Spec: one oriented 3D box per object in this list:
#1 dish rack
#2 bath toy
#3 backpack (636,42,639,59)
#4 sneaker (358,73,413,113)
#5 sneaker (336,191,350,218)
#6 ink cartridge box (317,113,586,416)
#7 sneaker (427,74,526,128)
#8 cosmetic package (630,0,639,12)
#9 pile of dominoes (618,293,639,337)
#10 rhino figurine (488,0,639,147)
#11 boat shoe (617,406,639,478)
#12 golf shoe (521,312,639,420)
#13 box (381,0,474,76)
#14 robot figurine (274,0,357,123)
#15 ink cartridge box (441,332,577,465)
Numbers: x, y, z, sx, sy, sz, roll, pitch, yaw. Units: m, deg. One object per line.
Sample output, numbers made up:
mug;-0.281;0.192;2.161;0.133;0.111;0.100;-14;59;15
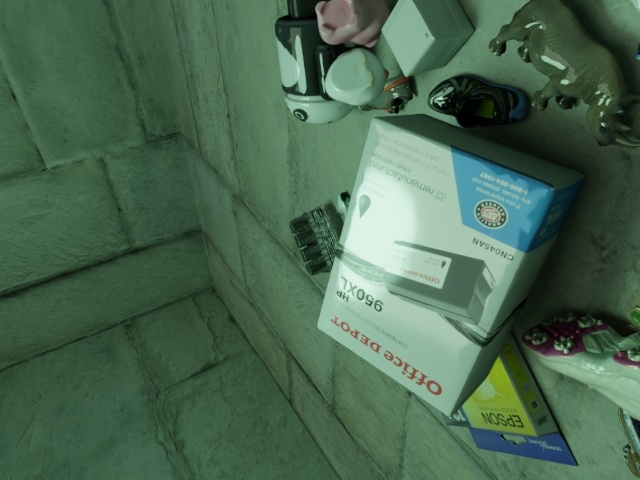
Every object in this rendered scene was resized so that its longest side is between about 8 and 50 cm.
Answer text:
dish rack;0.000;0.000;1.514;0.208;0.074;0.271;67;155;0
bath toy;0.057;-0.414;0.906;0.129;0.151;0.348;-9;-90;-75
backpack;0.386;-0.187;0.433;0.117;0.158;0.173;52;171;-7
sneaker;0.131;-0.281;1.012;0.065;0.061;0.158;65;158;-7
sneaker;0.069;-0.076;1.345;0.069;0.038;0.098;126;129;-65
ink cartridge box;0.185;0.031;0.805;0.285;0.166;0.395;30;120;30
sneaker;0.238;-0.223;0.803;0.188;0.078;0.067;36;141;52
cosmetic package;0.367;-0.331;0.434;0.117;0.085;0.231;64;154;10
pile of dominoes;0.482;0.140;0.636;0.196;0.040;0.251;46;147;41
rhino figurine;0.324;-0.212;0.637;0.243;0.073;0.106;59;158;17
boat shoe;0.490;0.326;0.742;0.183;0.066;0.066;65;158;8
golf shoe;0.412;0.189;0.707;0.140;0.115;0.306;64;166;-7
box;0.174;-0.347;0.823;0.102;0.087;0.101;64;156;9
robot figurine;-0.008;-0.390;1.065;0.173;0.209;0.278;11;125;26
ink cartridge box;0.341;0.328;1.062;0.307;0.072;0.303;68;156;8
